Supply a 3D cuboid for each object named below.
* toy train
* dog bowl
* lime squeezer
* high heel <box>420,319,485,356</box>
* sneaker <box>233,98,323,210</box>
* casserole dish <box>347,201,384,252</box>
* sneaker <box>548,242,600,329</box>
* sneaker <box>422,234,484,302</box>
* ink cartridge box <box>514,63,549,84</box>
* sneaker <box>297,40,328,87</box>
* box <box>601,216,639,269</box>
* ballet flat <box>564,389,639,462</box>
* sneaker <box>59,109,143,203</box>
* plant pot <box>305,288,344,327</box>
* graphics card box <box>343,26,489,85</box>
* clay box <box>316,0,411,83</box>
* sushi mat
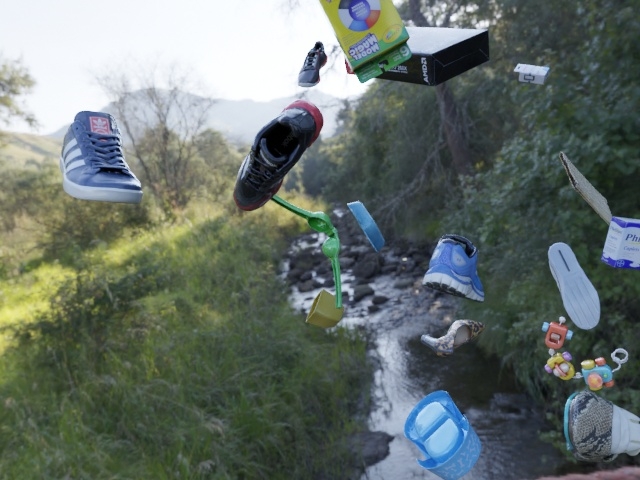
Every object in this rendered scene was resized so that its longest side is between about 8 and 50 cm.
[{"bbox_3d":[0.521,0.237,1.084,0.166,0.125,0.046,23,23,21],"label":"toy train"},{"bbox_3d":[0.319,0.509,1.404,0.166,0.074,0.297,-45,9,2],"label":"dog bowl"},{"bbox_3d":[0.000,0.000,1.236,0.059,0.310,0.110,-36,-6,40],"label":"lime squeezer"},{"bbox_3d":[0.515,0.357,1.933,0.261,0.093,0.186,-12,7,-13],"label":"high heel"},{"bbox_3d":[-0.105,-0.157,1.073,0.276,0.097,0.135,-49,4,28],"label":"sneaker"},{"bbox_3d":[0.124,-0.039,1.402,0.037,0.114,0.188,-33,-27,4],"label":"casserole dish"},{"bbox_3d":[0.734,0.131,1.547,0.094,0.258,0.091,-18,-20,20],"label":"sneaker"},{"bbox_3d":[0.351,0.068,1.339,0.130,0.147,0.330,13,-5,24],"label":"sneaker"},{"bbox_3d":[0.576,-0.456,1.469,0.083,0.028,0.048,19,49,27],"label":"ink cartridge box"},{"bbox_3d":[-0.025,-0.442,1.335,0.061,0.065,0.158,6,51,12],"label":"sneaker"},{"bbox_3d":[0.903,0.010,1.547,0.126,0.137,0.072,6,14,-4],"label":"box"},{"bbox_3d":[0.732,0.494,1.383,0.182,0.164,0.483,5,-23,28],"label":"ballet flat"},{"bbox_3d":[-0.436,-0.173,1.053,0.131,0.148,0.350,4,17,-40],"label":"sneaker"},{"bbox_3d":[0.019,0.201,1.520,0.083,0.081,0.081,26,-37,-5],"label":"plant pot"},{"bbox_3d":[0.268,-0.541,1.553,0.233,0.094,0.371,-29,35,-25],"label":"graphics card box"},{"bbox_3d":[0.083,-0.439,1.058,0.127,0.222,0.053,-28,5,5],"label":"clay box"},{"bbox_3d":[0.830,-0.142,1.645,0.316,0.151,0.019,30,-49,-34],"label":"sushi mat"}]
